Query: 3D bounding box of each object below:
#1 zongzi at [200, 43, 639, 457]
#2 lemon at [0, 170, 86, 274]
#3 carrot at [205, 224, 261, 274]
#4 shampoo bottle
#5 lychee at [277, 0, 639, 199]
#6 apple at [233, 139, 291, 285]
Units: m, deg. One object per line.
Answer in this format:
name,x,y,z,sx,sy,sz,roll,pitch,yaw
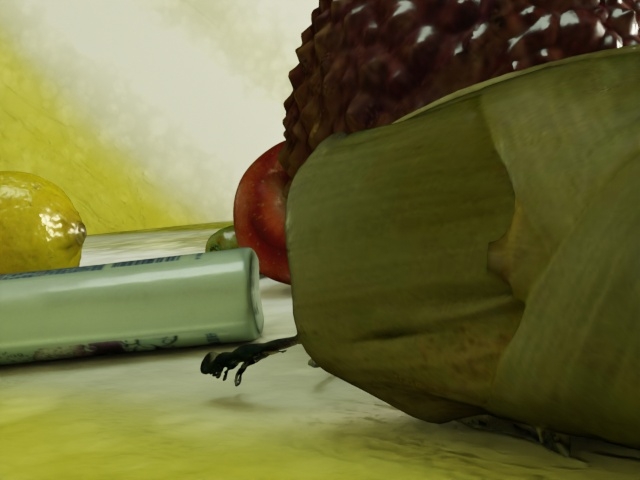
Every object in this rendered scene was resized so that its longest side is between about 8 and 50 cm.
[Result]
zongzi,0.077,0.017,0.401,0.447,0.181,0.418,-7,4,21
lemon,-0.395,0.002,1.250,0.193,0.181,0.180,-31,10,-12
carrot,0.000,0.000,1.392,0.358,0.074,0.074,-8,4,-38
shampoo bottle,-0.230,0.061,0.838,0.359,0.078,0.134,-6,1,2
lychee,0.112,-0.081,0.712,0.306,0.330,0.306,31,15,-9
apple,-0.010,-0.029,1.139,0.181,0.181,0.168,-6,-18,6
